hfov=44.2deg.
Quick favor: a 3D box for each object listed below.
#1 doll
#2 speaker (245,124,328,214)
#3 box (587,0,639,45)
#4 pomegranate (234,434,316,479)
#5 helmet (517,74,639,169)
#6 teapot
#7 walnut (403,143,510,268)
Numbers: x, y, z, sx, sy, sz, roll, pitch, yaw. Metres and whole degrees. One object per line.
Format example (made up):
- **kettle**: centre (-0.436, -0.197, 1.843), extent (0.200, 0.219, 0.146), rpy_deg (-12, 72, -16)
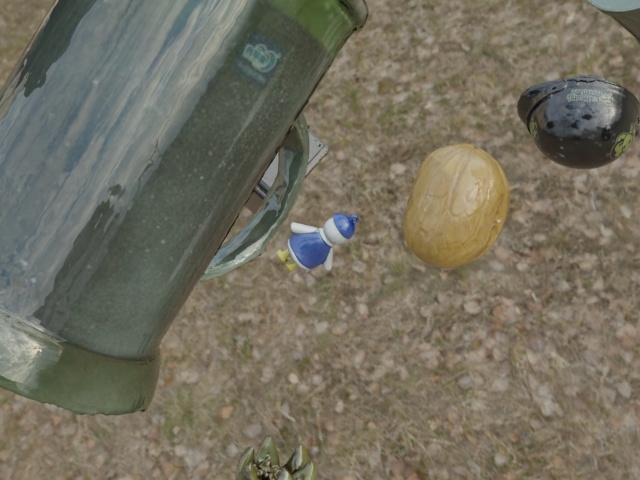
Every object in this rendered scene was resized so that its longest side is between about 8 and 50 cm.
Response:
- **doll**: centre (0.000, 0.000, 1.203), extent (0.143, 0.099, 0.057), rpy_deg (-33, 23, 22)
- **speaker**: centre (-0.108, -0.170, 1.741), extent (0.192, 0.153, 0.231), rpy_deg (-50, 5, -13)
- **box**: centre (0.456, -0.348, 0.971), extent (0.226, 0.149, 0.226), rpy_deg (-35, 42, 40)
- **pomegranate**: centre (-0.053, 0.275, 0.645), extent (0.187, 0.187, 0.225), rpy_deg (20, 107, 41)
- **helmet**: centre (0.599, -0.256, 1.839), extent (0.279, 0.230, 0.160), rpy_deg (6, 62, 8)
- **teapot**: centre (-0.101, -0.069, 0.545), extent (0.200, 0.270, 0.337), rpy_deg (33, 93, 38)
- **walnut**: centre (0.215, -0.053, 1.248), extent (0.165, 0.165, 0.197), rpy_deg (36, 107, 46)
